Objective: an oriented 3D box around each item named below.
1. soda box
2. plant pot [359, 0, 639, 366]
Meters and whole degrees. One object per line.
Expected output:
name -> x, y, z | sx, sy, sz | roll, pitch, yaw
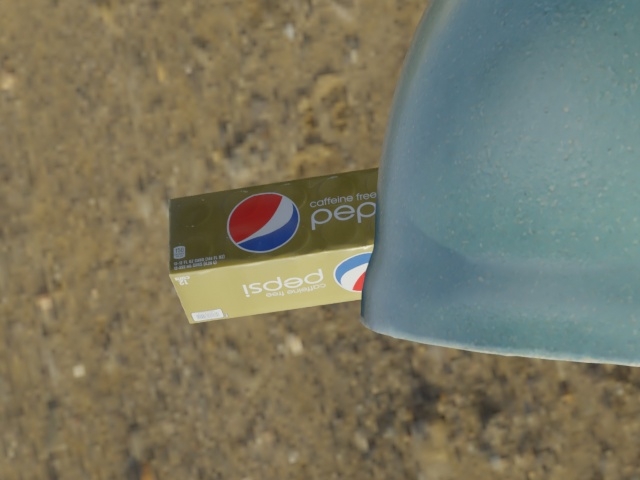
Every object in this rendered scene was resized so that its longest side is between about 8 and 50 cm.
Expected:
soda box -> 0.000, 0.000, 0.919 | 0.058, 0.181, 0.061 | 76, -173, -53
plant pot -> 0.161, -0.066, 0.541 | 0.293, 0.293, 0.196 | -176, 85, -66
